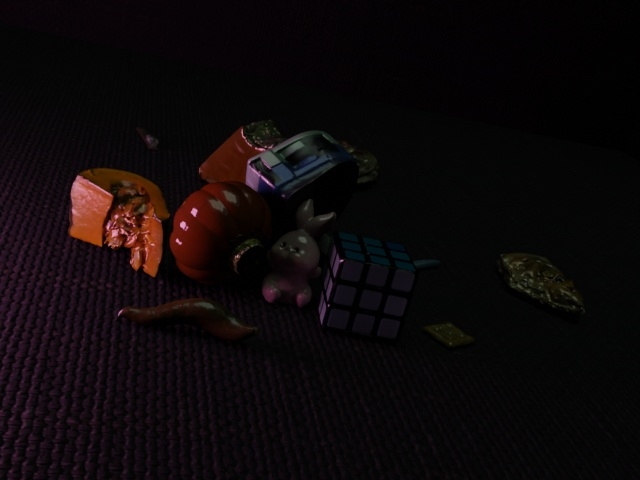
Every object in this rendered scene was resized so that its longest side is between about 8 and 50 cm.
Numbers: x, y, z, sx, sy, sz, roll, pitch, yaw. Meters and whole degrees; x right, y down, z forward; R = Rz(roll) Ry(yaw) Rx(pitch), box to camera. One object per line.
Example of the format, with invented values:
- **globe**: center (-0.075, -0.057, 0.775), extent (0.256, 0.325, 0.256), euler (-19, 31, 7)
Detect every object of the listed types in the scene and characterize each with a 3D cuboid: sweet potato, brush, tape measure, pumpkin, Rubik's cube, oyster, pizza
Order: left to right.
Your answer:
- **pumpkin**: center (-0.419, -0.045, 1.702), extent (0.190, 0.139, 0.280), euler (9, 19, -20)
- **brush**: center (-0.515, -0.312, 2.469), extent (0.034, 0.028, 0.190), euler (6, 22, -27)
- **sweet potato**: center (-0.231, 0.134, 1.483), extent (0.249, 0.059, 0.069), euler (11, 58, -6)
- **tape measure**: center (-0.044, -0.114, 1.812), extent (0.138, 0.259, 0.262), euler (40, 60, 20)
- **oyster**: center (0.095, -0.253, 2.562), extent (0.201, 0.107, 0.354), euler (39, 25, 5)
- **Rubik's cube**: center (0.089, 0.092, 1.664), extent (0.160, 0.163, 0.162), euler (12, 17, -10)
- **pizza**: center (0.554, 0.103, 2.070), extent (0.189, 0.071, 0.297), euler (11, 22, -12)

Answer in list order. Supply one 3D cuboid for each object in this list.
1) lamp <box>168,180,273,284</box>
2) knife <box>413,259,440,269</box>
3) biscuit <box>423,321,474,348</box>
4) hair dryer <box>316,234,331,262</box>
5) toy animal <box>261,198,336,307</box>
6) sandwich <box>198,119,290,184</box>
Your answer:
- **lamp**: center (-0.199, -0.015, 1.660), extent (0.196, 0.223, 0.223), euler (41, 31, 29)
- **knife**: center (0.176, 0.064, 1.996), extent (0.313, 0.019, 0.044), euler (-5, 21, -41)
- **biscuit**: center (0.266, 0.195, 1.716), extent (0.083, 0.018, 0.081), euler (-5, 29, -41)
- **hair dryer**: center (0.000, 0.000, 1.962), extent (0.173, 0.108, 0.357), euler (-6, 38, -38)
- **toy animal**: center (-0.052, 0.023, 1.681), extent (0.124, 0.212, 0.124), euler (14, 13, -3)
- **sandwich**: center (-0.197, -0.232, 2.237), extent (0.227, 0.198, 0.155), euler (25, 23, 24)
